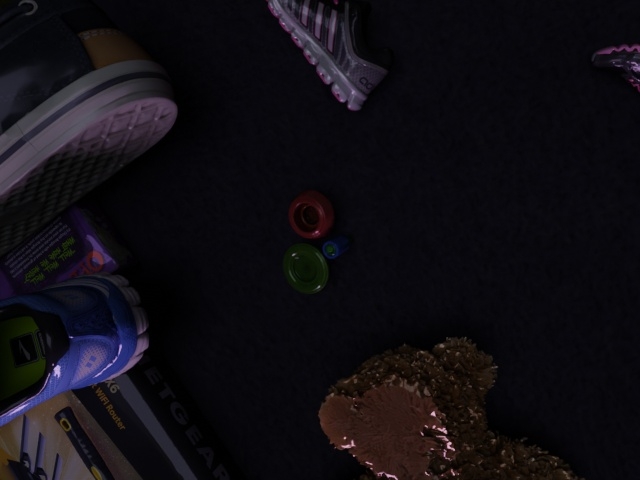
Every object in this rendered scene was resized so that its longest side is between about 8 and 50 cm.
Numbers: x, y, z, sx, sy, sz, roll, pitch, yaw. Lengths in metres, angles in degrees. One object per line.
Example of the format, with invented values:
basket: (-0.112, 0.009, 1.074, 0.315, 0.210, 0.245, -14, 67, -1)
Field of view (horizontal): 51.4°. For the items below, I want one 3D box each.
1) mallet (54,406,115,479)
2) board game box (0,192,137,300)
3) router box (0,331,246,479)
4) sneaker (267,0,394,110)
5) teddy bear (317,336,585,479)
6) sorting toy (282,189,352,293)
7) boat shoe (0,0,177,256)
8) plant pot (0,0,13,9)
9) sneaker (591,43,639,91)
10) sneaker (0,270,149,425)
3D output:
mallet: (-0.186, 0.235, 0.628, 0.062, 0.039, 0.189, -31, 83, 12)
board game box: (-0.391, 0.042, 0.736, 0.347, 0.056, 0.208, -36, 82, 13)
router box: (-0.232, 0.250, 0.696, 0.243, 0.081, 0.308, -36, 86, 12)
sneaker: (0.007, -0.207, 0.616, 0.075, 0.063, 0.170, -37, 91, 13)
teddy bear: (0.121, 0.248, 0.616, 0.245, 0.113, 0.338, -38, 93, 20)
sorting toy: (0.000, 0.000, 0.649, 0.061, 0.042, 0.101, 13, 110, 27)
boat shoe: (-0.369, -0.053, 0.611, 0.500, 0.187, 0.156, -32, 85, 7)
plant pot: (-0.456, -0.338, 0.592, 0.275, 0.293, 0.274, 1, 94, 13)
sneaker: (0.290, -0.135, 0.569, 0.119, 0.047, 0.057, 15, 109, 13)
sneaker: (-0.325, 0.117, 0.592, 0.330, 0.147, 0.129, -26, 83, 15)
